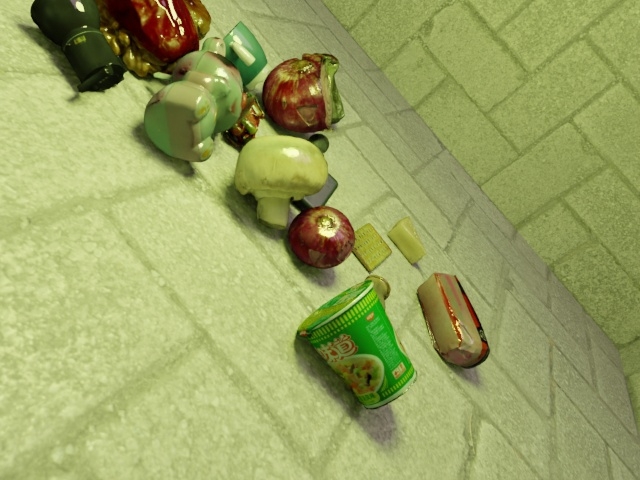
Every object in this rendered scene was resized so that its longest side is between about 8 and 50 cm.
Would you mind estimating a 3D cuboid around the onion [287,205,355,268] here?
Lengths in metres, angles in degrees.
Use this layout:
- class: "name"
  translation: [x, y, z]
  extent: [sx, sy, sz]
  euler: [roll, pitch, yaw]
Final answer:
- class: "onion"
  translation: [0.001, -0.008, 1.374]
  extent: [0.177, 0.153, 0.177]
  euler: [24, 46, -27]

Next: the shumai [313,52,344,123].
- class: "shumai"
  translation: [0.022, -0.577, 2.017]
  extent: [0.260, 0.222, 0.225]
  euler: [43, 26, -21]

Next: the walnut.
- class: "walnut"
  translation: [-0.446, -0.547, 1.352]
  extent: [0.269, 0.221, 0.244]
  euler: [49, 59, -10]

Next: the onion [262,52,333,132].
- class: "onion"
  translation: [-0.081, -0.477, 1.751]
  extent: [0.230, 0.273, 0.256]
  euler: [2, 24, 7]

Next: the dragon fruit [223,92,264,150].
- class: "dragon fruit"
  translation: [-0.220, -0.325, 1.493]
  extent: [0.142, 0.138, 0.175]
  euler: [-27, 111, -23]

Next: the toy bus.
- class: "toy bus"
  translation: [0.415, 0.250, 1.663]
  extent: [0.147, 0.127, 0.303]
  euler: [21, 41, -33]

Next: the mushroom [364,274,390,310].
- class: "mushroom"
  translation: [0.128, 0.171, 1.388]
  extent: [0.108, 0.096, 0.247]
  euler: [21, 27, 2]

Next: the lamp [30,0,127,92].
- class: "lamp"
  translation: [-0.521, -0.429, 1.182]
  extent: [0.227, 0.147, 0.172]
  euler: [60, 6, 2]

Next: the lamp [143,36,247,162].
- class: "lamp"
  translation: [-0.321, -0.341, 1.295]
  extent: [0.247, 0.247, 0.301]
  euler: [11, 42, 11]

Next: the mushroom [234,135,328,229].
- class: "mushroom"
  translation: [-0.101, -0.144, 1.334]
  extent: [0.260, 0.253, 0.235]
  euler: [-2, 93, -50]

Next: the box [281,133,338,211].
- class: "box"
  translation: [-0.063, -0.192, 1.548]
  extent: [0.230, 0.050, 0.160]
  euler: [43, 53, -12]

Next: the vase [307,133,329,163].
- class: "vase"
  translation: [-0.021, -0.280, 1.720]
  extent: [0.115, 0.115, 0.237]
  euler: [40, 26, -16]

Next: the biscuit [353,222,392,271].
- class: "biscuit"
  translation: [0.157, 0.016, 1.693]
  extent: [0.139, 0.016, 0.231]
  euler: [52, 28, 4]

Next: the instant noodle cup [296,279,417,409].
- class: "instant noodle cup"
  translation: [0.091, 0.241, 1.174]
  extent: [0.233, 0.207, 0.207]
  euler: [57, 28, -3]

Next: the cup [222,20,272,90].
- class: "cup"
  translation: [-0.253, -0.583, 1.700]
  extent: [0.173, 0.167, 0.300]
  euler: [43, 2, -24]

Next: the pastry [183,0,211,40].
- class: "pastry"
  translation: [-0.443, -0.721, 1.657]
  extent: [0.229, 0.100, 0.218]
  euler: [51, 29, 5]

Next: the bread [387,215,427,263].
- class: "bread"
  translation: [0.319, -0.003, 1.881]
  extent: [0.152, 0.077, 0.105]
  euler: [52, 29, 2]
